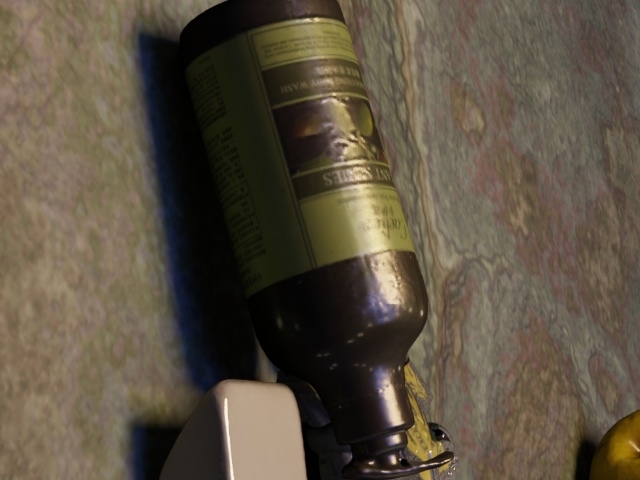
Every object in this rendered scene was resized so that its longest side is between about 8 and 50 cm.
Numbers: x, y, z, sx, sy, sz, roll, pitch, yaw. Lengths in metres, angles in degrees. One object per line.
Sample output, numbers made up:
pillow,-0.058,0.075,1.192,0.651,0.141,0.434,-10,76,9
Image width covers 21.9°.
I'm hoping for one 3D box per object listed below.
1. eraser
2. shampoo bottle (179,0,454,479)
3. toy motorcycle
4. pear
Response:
eraser,-0.035,0.250,0.860,0.089,0.061,0.352,15,65,-61
shampoo bottle,0.000,0.000,0.947,0.101,0.101,0.284,3,69,-62
toy motorcycle,0.031,0.129,1.040,0.193,0.061,0.124,54,42,-37
pear,0.310,0.227,1.436,0.162,0.148,0.149,60,32,-22
